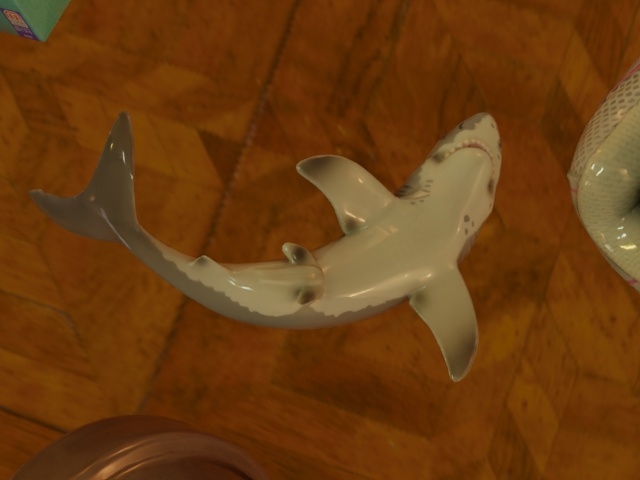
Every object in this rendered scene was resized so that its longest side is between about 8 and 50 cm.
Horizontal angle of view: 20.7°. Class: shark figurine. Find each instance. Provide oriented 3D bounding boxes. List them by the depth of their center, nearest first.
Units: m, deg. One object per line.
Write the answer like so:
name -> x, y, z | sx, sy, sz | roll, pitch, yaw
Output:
shark figurine -> -0.019, 0.018, 1.018 | 0.278, 0.116, 0.166 | -4, 75, -21

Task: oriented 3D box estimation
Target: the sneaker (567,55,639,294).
sneaker -> 0.161, -0.036, 0.399 | 0.111, 0.252, 0.103 | -40, 99, -45

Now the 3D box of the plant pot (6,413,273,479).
plant pot -> -0.066, 0.258, 1.065 | 0.229, 0.263, 0.263 | 13, 77, 46

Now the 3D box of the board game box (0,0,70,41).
board game box -> -0.223, -0.217, 1.102 | 0.210, 0.047, 0.160 | 15, 65, 29
